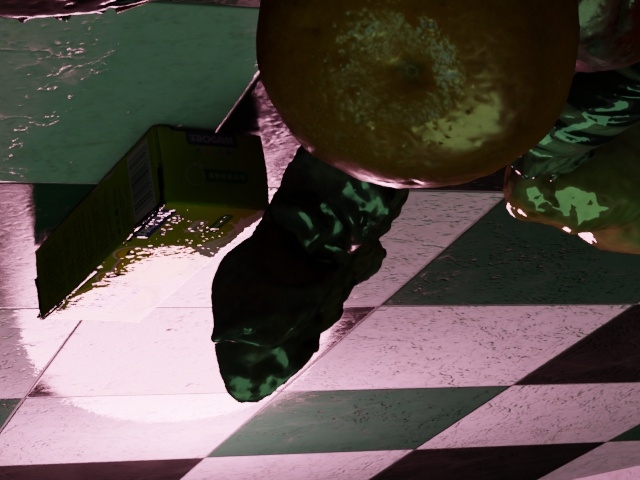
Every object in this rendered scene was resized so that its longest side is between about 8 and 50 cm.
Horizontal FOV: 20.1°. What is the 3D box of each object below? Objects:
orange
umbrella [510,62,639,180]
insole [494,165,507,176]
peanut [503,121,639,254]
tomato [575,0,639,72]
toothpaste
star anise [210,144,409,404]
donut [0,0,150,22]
[{"bbox_3d":[0.069,-0.142,1.239,0.224,0.224,0.170,-17,-160,23],"label":"orange"},{"bbox_3d":[0.292,-0.163,1.460,0.357,0.106,0.113,-29,162,30],"label":"umbrella"},{"bbox_3d":[0.225,-0.076,1.770,0.348,0.009,0.119,7,154,-37],"label":"insole"},{"bbox_3d":[0.274,-0.050,1.682,0.253,0.122,0.137,15,124,-43],"label":"peanut"},{"bbox_3d":[0.213,-0.178,1.334,0.173,0.099,0.189,6,163,-34],"label":"tomato"},{"bbox_3d":[-0.166,-0.008,1.708,0.110,0.077,0.327,1,159,-29],"label":"toothpaste"},{"bbox_3d":[-0.003,0.000,1.570,0.108,0.315,0.315,35,159,6],"label":"star anise"},{"bbox_3d":[-0.166,-0.217,1.102,0.216,0.096,0.230,-20,157,37],"label":"donut"}]
